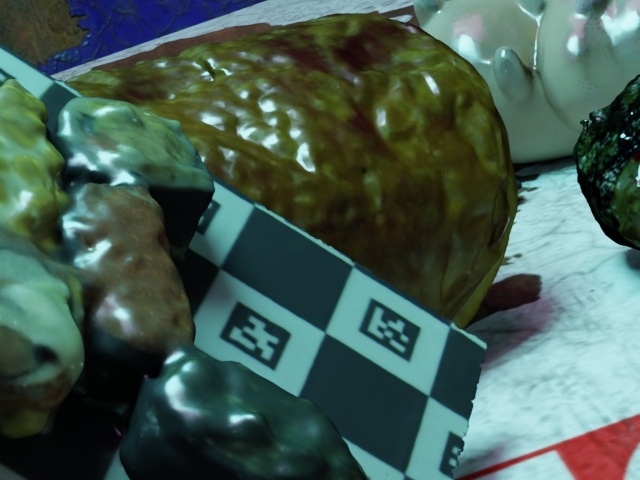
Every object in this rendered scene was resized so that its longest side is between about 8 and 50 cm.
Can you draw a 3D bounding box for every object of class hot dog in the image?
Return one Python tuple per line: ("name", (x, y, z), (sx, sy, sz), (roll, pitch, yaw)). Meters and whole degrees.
("hot dog", (-0.065, -0.009, 0.944), (0.387, 0.174, 0.267), (-20, 53, -35))

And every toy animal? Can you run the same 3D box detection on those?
("toy animal", (0.194, -0.135, 1.264), (0.250, 0.154, 0.166), (-1, 66, 25))

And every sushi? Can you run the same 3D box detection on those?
("sushi", (0.271, -0.062, 1.010), (0.212, 0.147, 0.115), (-37, 24, 0))
("sushi", (-0.083, 0.032, 0.690), (0.064, 0.359, 0.343), (-54, 6, 34))

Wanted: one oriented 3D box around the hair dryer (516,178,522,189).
("hair dryer", (0.000, 0.000, 1.164), (0.344, 0.106, 0.189), (-18, 17, -17))
